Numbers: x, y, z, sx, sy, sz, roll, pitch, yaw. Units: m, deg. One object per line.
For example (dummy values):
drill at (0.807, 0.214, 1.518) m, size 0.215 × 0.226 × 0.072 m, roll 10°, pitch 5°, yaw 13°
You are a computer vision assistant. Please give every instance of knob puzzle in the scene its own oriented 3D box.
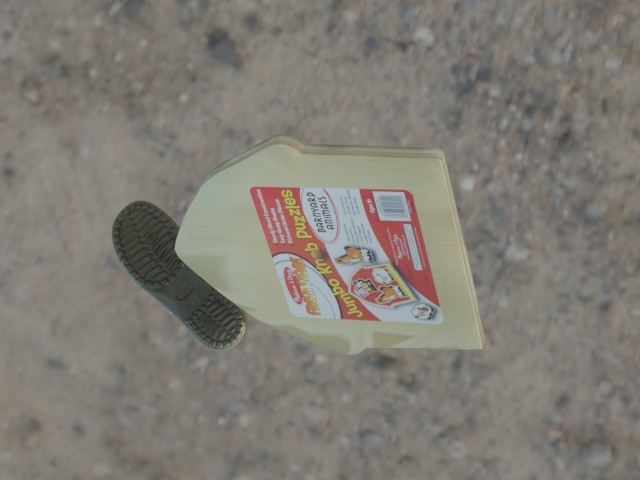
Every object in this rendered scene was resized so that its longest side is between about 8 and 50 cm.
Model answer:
knob puzzle at (0.000, 0.000, 1.043) m, size 0.213 × 0.030 × 0.213 m, roll 11°, pitch 139°, yaw 9°

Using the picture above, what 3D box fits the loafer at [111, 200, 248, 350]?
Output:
loafer at (-0.109, 0.032, 1.282) m, size 0.148 × 0.056 × 0.050 m, roll 51°, pitch 179°, yaw 18°
